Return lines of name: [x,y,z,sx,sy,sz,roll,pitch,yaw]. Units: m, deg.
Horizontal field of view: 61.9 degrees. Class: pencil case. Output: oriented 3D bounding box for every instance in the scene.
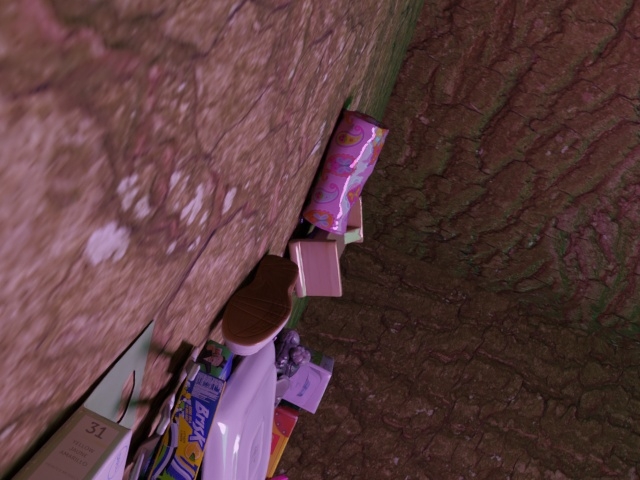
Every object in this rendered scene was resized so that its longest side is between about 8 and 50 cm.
pencil case: [0.053,-0.156,1.236,0.124,0.124,0.284,-55,168,-71]

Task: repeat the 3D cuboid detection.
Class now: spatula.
spatula: [-0.177,0.202,0.612,0.168,0.019,0.242,-62,-171,-15]

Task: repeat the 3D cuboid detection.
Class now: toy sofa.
toy sofa: [0.000,0.000,1.420,0.363,0.176,0.150,-59,147,-62]

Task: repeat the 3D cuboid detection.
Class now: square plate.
square plate: [-0.138,0.382,0.972,0.347,0.049,0.345,-54,150,-75]

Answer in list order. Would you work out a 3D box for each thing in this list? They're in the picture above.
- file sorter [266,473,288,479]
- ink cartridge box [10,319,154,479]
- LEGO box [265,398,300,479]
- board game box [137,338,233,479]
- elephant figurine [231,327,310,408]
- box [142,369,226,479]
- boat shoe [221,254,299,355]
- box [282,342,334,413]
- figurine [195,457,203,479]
file sorter: [-0.135,0.712,1.237,0.290,0.182,0.202,21,92,-60]
ink cartridge box: [-0.195,0.204,0.459,0.235,0.056,0.171,-57,170,-59]
LEGO box: [-0.234,0.653,1.545,0.372,0.193,0.501,48,66,-86]
board game box: [-0.221,0.325,0.883,0.317,0.046,0.214,108,7,-53]
elephant figurine: [-0.149,0.313,1.228,0.169,0.186,0.239,-10,-149,45]
box: [-0.174,0.252,0.676,0.059,0.054,0.169,-54,-165,39]
boat shoe: [-0.101,0.125,0.920,0.277,0.098,0.096,-61,173,-64]
box: [-0.087,0.367,1.554,0.262,0.230,0.127,55,58,-86]
figurine: [-0.226,0.545,1.037,0.210,0.092,0.215,-61,145,-33]
